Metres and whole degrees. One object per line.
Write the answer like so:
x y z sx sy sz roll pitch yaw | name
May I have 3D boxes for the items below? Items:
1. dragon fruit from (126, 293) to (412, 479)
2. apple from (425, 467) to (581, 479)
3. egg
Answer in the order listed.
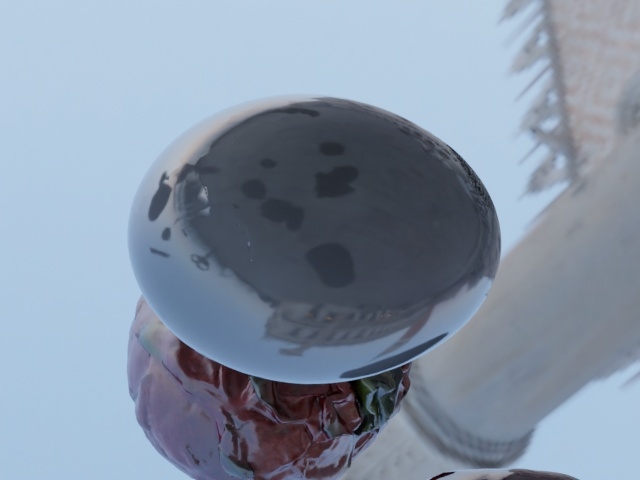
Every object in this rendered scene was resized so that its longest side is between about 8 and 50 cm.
-0.045 0.100 1.437 0.244 0.244 0.299 27 -173 -16 | dragon fruit
0.116 0.229 1.098 0.156 0.147 0.158 9 -110 -2 | apple
0.000 0.000 0.861 0.198 0.146 0.146 8 -127 -27 | egg
